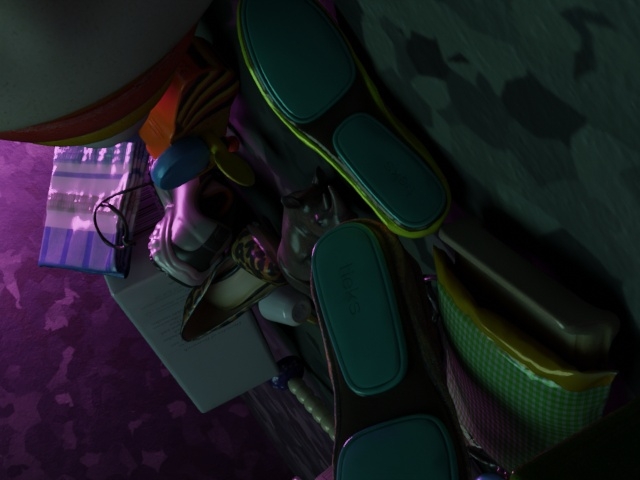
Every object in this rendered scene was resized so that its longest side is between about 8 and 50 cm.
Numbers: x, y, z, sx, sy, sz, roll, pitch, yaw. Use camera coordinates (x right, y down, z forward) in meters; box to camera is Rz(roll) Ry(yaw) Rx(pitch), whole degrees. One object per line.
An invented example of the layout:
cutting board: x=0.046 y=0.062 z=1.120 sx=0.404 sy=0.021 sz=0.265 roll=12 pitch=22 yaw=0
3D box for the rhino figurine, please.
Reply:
rhino figurine: x=0.000 y=0.000 z=1.014 sx=0.106 sy=0.073 sz=0.243 roll=48 pitch=163 yaw=15

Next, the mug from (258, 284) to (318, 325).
mug: x=-0.039 y=0.092 z=1.406 sx=0.064 sy=0.078 sz=0.062 roll=20 pitch=111 yaw=52

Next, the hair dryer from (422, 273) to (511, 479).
hair dryer: x=0.115 y=0.113 z=0.944 sx=0.293 sy=0.080 sz=0.224 roll=3 pitch=118 yaw=60

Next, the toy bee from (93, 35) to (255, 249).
toy bee: x=-0.157 y=-0.131 z=1.128 sx=0.298 sy=0.162 sz=0.195 roll=-24 pitch=93 yaw=50

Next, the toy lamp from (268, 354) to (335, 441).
toy lamp: x=0.014 y=0.301 z=1.653 sx=0.275 sy=0.080 sz=0.080 roll=46 pitch=164 yaw=40

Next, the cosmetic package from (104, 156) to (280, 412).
cosmetic package: x=-0.215 y=0.069 z=1.554 sx=0.230 sy=0.161 sz=0.453 roll=61 pitch=174 yaw=30

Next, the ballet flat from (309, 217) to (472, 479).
ballet flat: x=0.064 y=0.135 z=0.740 sx=0.106 sy=0.107 sz=0.316 roll=35 pitch=-135 yaw=-58

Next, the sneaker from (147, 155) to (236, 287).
sneaker: x=-0.154 y=-0.060 z=1.268 sx=0.100 sy=0.108 sz=0.271 roll=34 pitch=-152 yaw=-34

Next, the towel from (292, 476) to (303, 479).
towel: x=0.078 y=0.442 z=1.207 sx=0.248 sy=0.038 sz=0.325 roll=56 pitch=169 yaw=-32

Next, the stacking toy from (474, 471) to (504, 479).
stacking toy: x=0.111 y=0.284 z=0.805 sx=0.175 sy=0.166 sz=0.302 roll=8 pitch=174 yaw=44

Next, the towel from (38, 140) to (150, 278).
towel: x=-0.308 y=-0.097 z=1.339 sx=0.209 sy=0.285 sz=0.034 roll=5 pitch=176 yaw=42

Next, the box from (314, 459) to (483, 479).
box: x=0.113 y=0.334 z=1.256 sx=0.127 sy=0.148 sz=0.232 roll=56 pitch=166 yaw=-11

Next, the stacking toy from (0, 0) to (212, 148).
stacking toy: x=-0.211 y=-0.184 z=0.802 sx=0.350 sy=0.350 sz=0.480 roll=52 pitch=172 yaw=12

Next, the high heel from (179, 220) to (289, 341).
high heel: x=-0.108 y=0.073 z=1.229 sx=0.093 sy=0.186 sz=0.261 roll=36 pitch=180 yaw=-11

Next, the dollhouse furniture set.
dollhouse furniture set: x=0.136 y=0.145 z=0.657 sx=0.301 sy=0.151 sz=0.197 roll=41 pitch=147 yaw=42

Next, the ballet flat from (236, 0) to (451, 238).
ballet flat: x=0.015 y=-0.096 z=0.757 sx=0.231 sy=0.077 sz=0.077 roll=52 pitch=-178 yaw=2
